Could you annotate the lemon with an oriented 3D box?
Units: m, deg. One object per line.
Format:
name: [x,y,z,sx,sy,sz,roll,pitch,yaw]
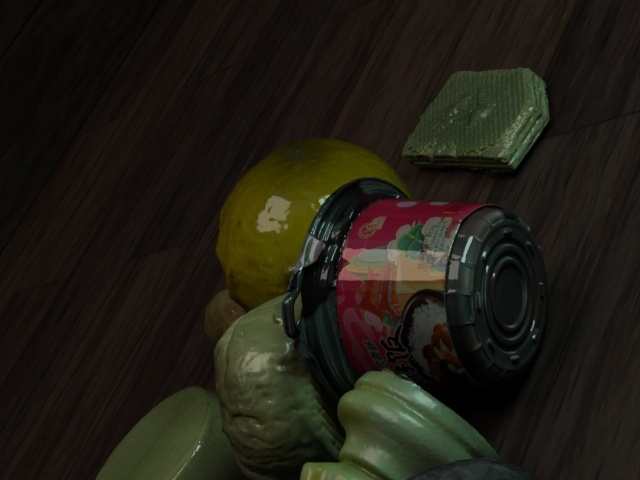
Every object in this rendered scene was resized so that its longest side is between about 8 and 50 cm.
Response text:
lemon: [0.000,-0.001,1.757,0.260,0.260,0.284,-52,12,-4]

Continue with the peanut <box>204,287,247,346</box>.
peanut: [-0.094,0.124,1.940,0.104,0.085,0.228,-40,25,-4]

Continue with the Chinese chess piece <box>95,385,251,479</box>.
Chinese chess piece: [-0.187,0.303,1.803,0.250,0.101,0.250,-41,22,20]

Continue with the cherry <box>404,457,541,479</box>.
cherry: [0.136,0.271,1.221,0.195,0.195,0.195,-39,26,23]

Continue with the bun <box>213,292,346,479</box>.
bun: [-0.036,0.175,1.564,0.153,0.244,0.244,-13,37,18]

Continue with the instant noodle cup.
instant noodle cup: [0.122,0.057,1.495,0.182,0.258,0.302,-3,16,37]

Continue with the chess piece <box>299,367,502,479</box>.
chess piece: [0.029,0.286,1.366,0.298,0.176,0.176,-55,24,-18]

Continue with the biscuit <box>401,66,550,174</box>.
biscuit: [0.209,-0.158,1.868,0.150,0.052,0.252,-54,25,-12]
